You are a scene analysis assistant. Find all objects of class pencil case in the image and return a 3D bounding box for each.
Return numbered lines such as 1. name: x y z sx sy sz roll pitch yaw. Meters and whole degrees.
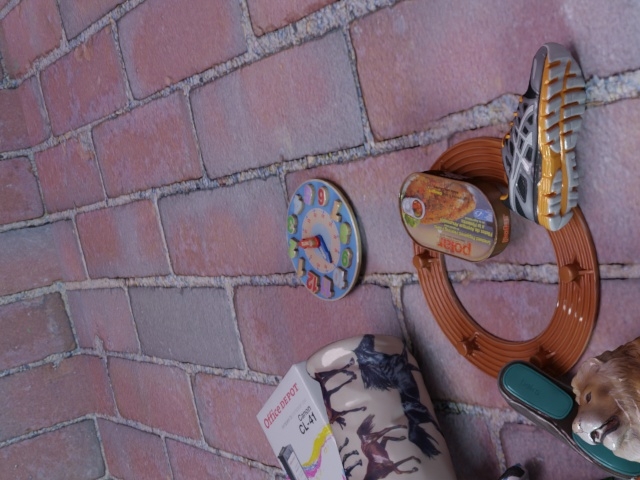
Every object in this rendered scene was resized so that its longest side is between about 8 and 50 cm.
1. pencil case: 0.105 0.328 1.377 0.183 0.160 0.410 -53 48 47

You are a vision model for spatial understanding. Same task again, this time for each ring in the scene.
1. ring: 0.225 0.032 1.250 0.337 0.032 0.336 28 126 48

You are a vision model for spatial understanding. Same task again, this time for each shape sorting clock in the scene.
1. shape sorting clock: 0.000 0.000 1.572 0.206 0.040 0.206 29 126 49

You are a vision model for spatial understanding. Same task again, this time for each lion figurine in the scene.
1. lion figurine: 0.398 0.076 0.935 0.240 0.142 0.392 45 123 50

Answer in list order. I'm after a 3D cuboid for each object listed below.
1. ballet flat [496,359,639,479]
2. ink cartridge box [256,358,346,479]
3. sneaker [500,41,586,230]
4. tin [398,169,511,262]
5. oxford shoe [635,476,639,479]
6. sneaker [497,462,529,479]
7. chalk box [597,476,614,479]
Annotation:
1. ballet flat: 0.312 0.219 1.163 0.213 0.072 0.068 34 169 28
2. ink cartridge box: 0.038 0.362 1.582 0.306 0.131 0.226 59 145 21
3. sneaker: 0.247 -0.119 1.088 0.083 0.084 0.214 18 114 43
4. tin: 0.173 -0.033 1.240 0.190 0.040 0.106 20 115 53
5. oxford shoe: 0.440 0.422 0.995 0.133 0.130 0.363 -24 83 50
6. sneaker: 0.271 0.386 1.301 0.083 0.071 0.190 35 139 37
7. chalk box: 0.286 0.404 1.127 0.179 0.289 0.180 -23 84 25
